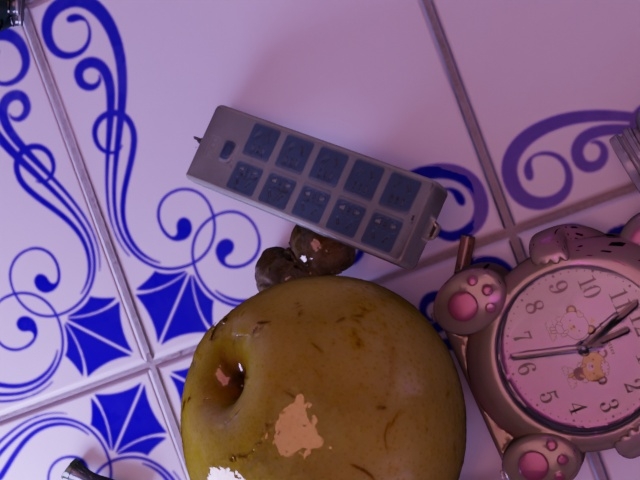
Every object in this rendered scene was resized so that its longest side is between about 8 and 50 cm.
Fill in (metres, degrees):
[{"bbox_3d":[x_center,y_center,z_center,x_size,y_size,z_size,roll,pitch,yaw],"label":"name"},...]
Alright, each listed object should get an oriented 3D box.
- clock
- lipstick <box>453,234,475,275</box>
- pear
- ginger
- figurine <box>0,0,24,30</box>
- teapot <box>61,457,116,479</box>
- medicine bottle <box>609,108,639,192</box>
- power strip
[{"bbox_3d":[0.314,0.119,1.700,0.309,0.114,0.284,-24,87,13],"label":"clock"},{"bbox_3d":[0.171,0.040,1.780,0.019,0.019,0.094,11,97,14],"label":"lipstick"},{"bbox_3d":[0.001,0.208,1.674,0.348,0.348,0.349,1,94,14],"label":"pear"},{"bbox_3d":[0.000,0.000,1.790,0.204,0.080,0.104,-45,49,14],"label":"ginger"},{"bbox_3d":[-0.480,-0.301,1.875,0.192,0.147,0.126,3,76,-4],"label":"figurine"},{"bbox_3d":[-0.287,0.322,1.907,0.110,0.043,0.043,28,100,14],"label":"teapot"},{"bbox_3d":[0.431,-0.130,1.656,0.191,0.107,0.107,-31,86,15],"label":"medicine bottle"},{"bbox_3d":[-0.017,-0.070,1.745,0.367,0.043,0.106,22,86,33],"label":"power strip"}]
